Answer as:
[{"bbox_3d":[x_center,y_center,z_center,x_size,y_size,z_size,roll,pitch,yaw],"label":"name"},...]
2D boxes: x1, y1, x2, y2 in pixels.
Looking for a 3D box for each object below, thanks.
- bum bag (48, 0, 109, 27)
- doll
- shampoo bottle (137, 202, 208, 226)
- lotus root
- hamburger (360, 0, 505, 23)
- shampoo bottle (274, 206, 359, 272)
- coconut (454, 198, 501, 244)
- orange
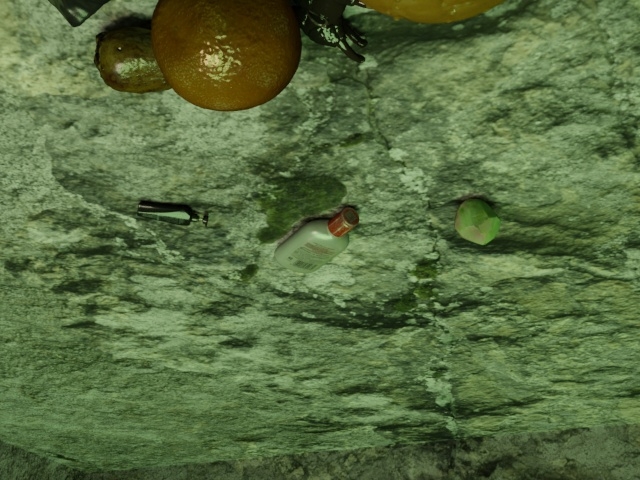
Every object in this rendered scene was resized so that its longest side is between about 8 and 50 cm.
[{"bbox_3d":[-0.224,-0.370,0.918,0.341,0.095,0.144,-15,116,25],"label":"bum bag"},{"bbox_3d":[0.009,-0.320,1.024,0.165,0.057,0.139,20,147,-11],"label":"doll"},{"bbox_3d":[-0.290,-0.051,1.513,0.137,0.027,0.048,9,139,-9],"label":"shampoo bottle"},{"bbox_3d":[-0.229,-0.261,1.110,0.191,0.094,0.108,0,-177,-4],"label":"lotus root"},{"bbox_3d":[0.113,-0.371,0.833,0.319,0.158,0.318,4,146,3],"label":"hamburger"},{"bbox_3d":[0.000,0.000,1.548,0.108,0.051,0.221,21,144,-25],"label":"shampoo bottle"},{"bbox_3d":[0.289,-0.038,1.438,0.083,0.081,0.082,-33,134,-7],"label":"coconut"},{"bbox_3d":[-0.119,-0.260,1.001,0.206,0.206,0.206,2,149,1],"label":"orange"}]
